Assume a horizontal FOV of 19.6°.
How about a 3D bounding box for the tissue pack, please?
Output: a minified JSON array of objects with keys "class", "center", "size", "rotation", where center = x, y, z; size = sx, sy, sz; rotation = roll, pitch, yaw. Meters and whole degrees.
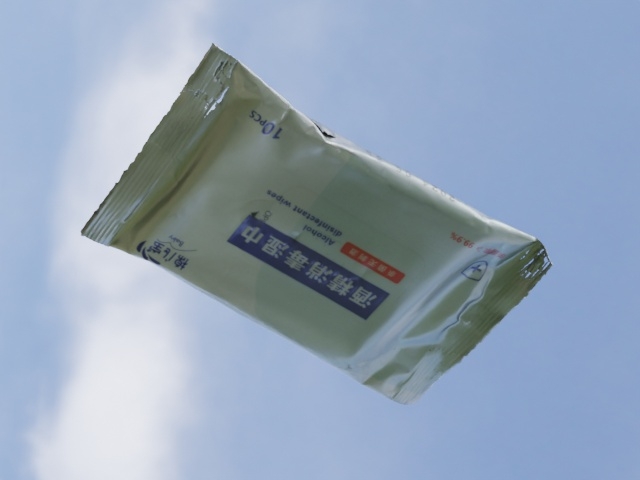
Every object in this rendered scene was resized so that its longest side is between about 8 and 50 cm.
[{"class":"tissue pack","center":[0.000,0.000,0.872],"size":[0.122,0.193,0.026],"rotation":[-51,-162,30]}]
